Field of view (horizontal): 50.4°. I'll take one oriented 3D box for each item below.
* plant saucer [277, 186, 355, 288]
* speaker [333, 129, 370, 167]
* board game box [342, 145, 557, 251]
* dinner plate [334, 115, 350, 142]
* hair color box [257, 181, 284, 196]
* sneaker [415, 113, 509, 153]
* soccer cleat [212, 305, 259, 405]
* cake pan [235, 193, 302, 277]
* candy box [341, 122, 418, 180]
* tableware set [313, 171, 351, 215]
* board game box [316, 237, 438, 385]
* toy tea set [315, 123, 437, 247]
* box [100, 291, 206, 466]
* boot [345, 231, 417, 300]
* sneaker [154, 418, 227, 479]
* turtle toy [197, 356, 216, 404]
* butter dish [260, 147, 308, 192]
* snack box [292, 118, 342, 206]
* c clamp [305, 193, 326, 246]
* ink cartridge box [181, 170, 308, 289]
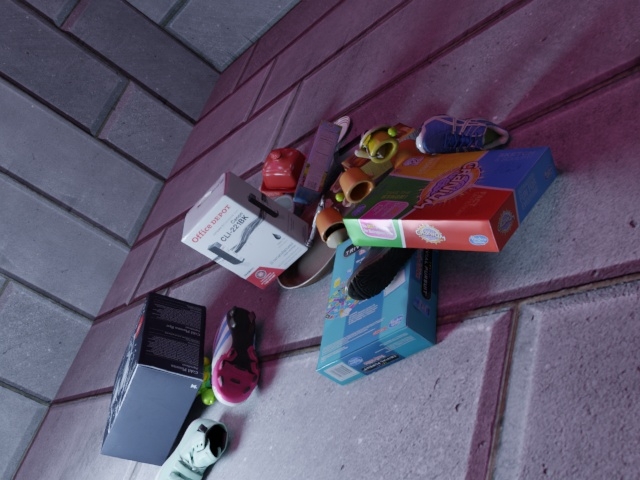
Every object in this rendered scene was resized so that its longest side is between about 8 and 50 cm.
[{"bbox_3d":[0.000,0.000,1.786,0.310,0.050,0.310,-42,27,28],"label":"plant saucer"},{"bbox_3d":[0.098,-0.256,1.917,0.136,0.055,0.055,-29,35,45],"label":"speaker"},{"bbox_3d":[0.234,-0.078,1.250,0.317,0.064,0.242,2,36,44],"label":"board game box"},{"bbox_3d":[0.048,-0.331,2.144,0.141,0.017,0.141,-41,29,29],"label":"dinner plate"},{"bbox_3d":[-0.153,-0.189,2.300,0.141,0.043,0.072,3,61,61],"label":"hair color box"},{"bbox_3d":[0.288,-0.214,1.378,0.081,0.211,0.080,32,130,57],"label":"sneaker"},{"bbox_3d":[-0.224,0.317,1.752,0.331,0.116,0.143,-90,26,-54],"label":"soccer cleat"},{"bbox_3d":[-0.156,-0.004,2.065,0.293,0.054,0.293,-41,28,28],"label":"cake pan"},{"bbox_3d":[0.154,-0.217,1.705,0.187,0.053,0.109,-34,25,-4],"label":"candy box"},{"bbox_3d":[0.039,-0.101,1.759,0.141,0.020,0.168,-53,25,6],"label":"tableware set"},{"bbox_3d":[0.124,0.102,1.399,0.254,0.079,0.336,-33,33,39],"label":"board game box"},{"bbox_3d":[0.132,-0.099,1.544,0.336,0.200,0.124,-56,49,32],"label":"toy tea set"},{"bbox_3d":[-0.457,0.380,1.886,0.312,0.179,0.343,-105,37,-58],"label":"box"},{"bbox_3d":[0.094,0.013,1.378,0.190,0.076,0.208,-41,32,-3],"label":"boot"},{"bbox_3d":[-0.309,0.539,1.612,0.151,0.094,0.255,-27,34,56],"label":"sneaker"},{"bbox_3d":[-0.308,0.386,1.841,0.130,0.066,0.095,-95,29,-51],"label":"turtle toy"},{"bbox_3d":[-0.122,-0.241,2.172,0.160,0.118,0.160,2,56,26],"label":"butter dish"},{"bbox_3d":[-0.010,-0.217,1.943,0.174,0.070,0.207,132,155,-77],"label":"snack box"},{"bbox_3d":[-0.012,-0.047,1.706,0.137,0.022,0.160,-82,9,-55],"label":"c clamp"},{"bbox_3d":[-0.195,-0.023,1.782,0.197,0.273,0.114,-42,28,28],"label":"ink cartridge box"}]
